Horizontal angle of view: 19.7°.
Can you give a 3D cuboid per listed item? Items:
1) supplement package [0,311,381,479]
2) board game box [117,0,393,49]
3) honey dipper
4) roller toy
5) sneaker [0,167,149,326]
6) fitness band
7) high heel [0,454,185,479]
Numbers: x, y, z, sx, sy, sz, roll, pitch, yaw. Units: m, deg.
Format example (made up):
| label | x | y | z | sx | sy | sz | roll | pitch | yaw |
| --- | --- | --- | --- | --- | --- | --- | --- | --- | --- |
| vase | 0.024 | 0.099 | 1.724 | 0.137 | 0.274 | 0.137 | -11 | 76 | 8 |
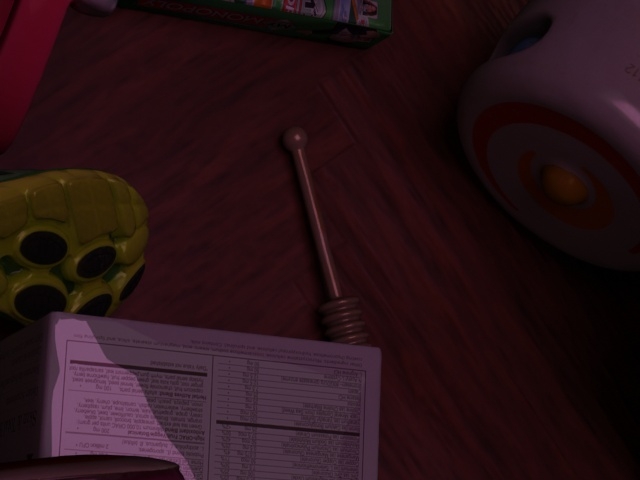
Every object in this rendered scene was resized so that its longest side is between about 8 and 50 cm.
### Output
| label | x | y | z | sx | sy | sz | roll | pitch | yaw |
| --- | --- | --- | --- | --- | --- | --- | --- | --- | --- |
| supplement package | -0.096 | 0.193 | 1.060 | 0.198 | 0.199 | 0.263 | 7 | 76 | -22 |
| board game box | -0.050 | -0.303 | 1.271 | 0.213 | 0.046 | 0.317 | 8 | 76 | -24 |
| honey dipper | 0.000 | 0.000 | 1.243 | 0.030 | 0.030 | 0.161 | -11 | 80 | -26 |
| roller toy | 0.197 | -0.078 | 1.257 | 0.146 | 0.191 | 0.209 | -51 | 144 | -25 |
| sneaker | -0.226 | -0.006 | 1.088 | 0.295 | 0.123 | 0.109 | -2 | 113 | -43 |
| fitness band | -0.160 | -0.190 | 1.106 | 0.054 | 0.209 | 0.291 | 20 | 73 | -22 |
| high heel | -0.233 | 0.219 | 0.890 | 0.377 | 0.127 | 0.181 | -15 | 87 | 3 |
